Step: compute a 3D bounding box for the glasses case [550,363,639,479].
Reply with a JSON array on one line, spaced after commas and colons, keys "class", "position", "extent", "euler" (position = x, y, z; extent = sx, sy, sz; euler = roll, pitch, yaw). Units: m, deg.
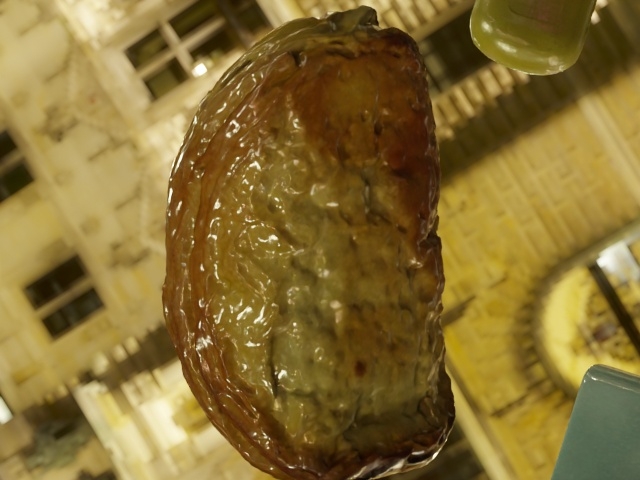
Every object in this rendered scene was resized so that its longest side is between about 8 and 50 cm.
[{"class": "glasses case", "position": [0.226, 0.101, 0.590], "extent": [0.105, 0.266, 0.056], "euler": [-17, -64, -50]}]

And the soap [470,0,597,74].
[{"class": "soap", "position": [0.166, -0.192, 1.188], "extent": [0.089, 0.140, 0.045], "euler": [18, 170, -2]}]

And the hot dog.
[{"class": "hot dog", "position": [-0.002, 0.002, 0.885], "extent": [0.175, 0.114, 0.259], "euler": [-7, -85, -37]}]
